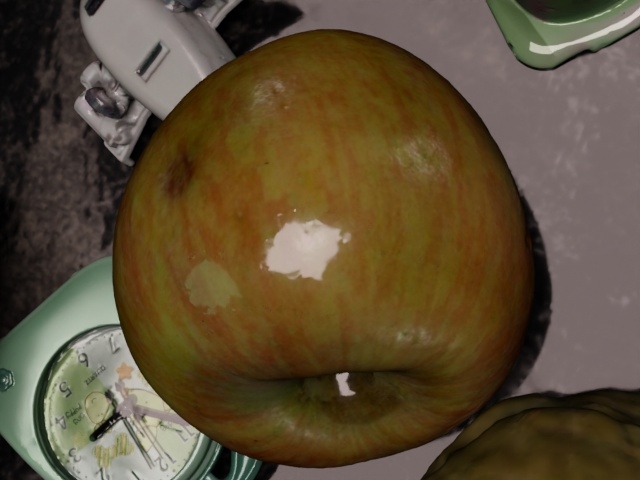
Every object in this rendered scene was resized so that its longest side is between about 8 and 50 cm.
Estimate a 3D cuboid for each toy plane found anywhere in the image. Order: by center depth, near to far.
[{"bbox_3d":[-0.095,-0.121,1.171,0.174,0.080,0.174,4,101,23],"label":"toy plane"}]

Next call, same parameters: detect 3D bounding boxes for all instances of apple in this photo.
[{"bbox_3d":[0.000,0.000,1.062,0.264,0.264,0.264,-1,85,10],"label":"apple"}]

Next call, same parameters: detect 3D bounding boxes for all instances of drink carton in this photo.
[{"bbox_3d":[0.160,-0.209,1.103,0.144,0.142,0.146,-29,79,6],"label":"drink carton"}]

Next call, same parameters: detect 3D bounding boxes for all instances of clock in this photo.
[{"bbox_3d":[-0.132,0.117,1.167,0.148,0.060,0.188,-39,81,4],"label":"clock"}]

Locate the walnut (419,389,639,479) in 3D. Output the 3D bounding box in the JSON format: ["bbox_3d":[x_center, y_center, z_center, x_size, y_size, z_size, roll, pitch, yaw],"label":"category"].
[{"bbox_3d":[0.180,0.217,1.002,0.282,0.277,0.253,45,99,-1],"label":"walnut"}]
